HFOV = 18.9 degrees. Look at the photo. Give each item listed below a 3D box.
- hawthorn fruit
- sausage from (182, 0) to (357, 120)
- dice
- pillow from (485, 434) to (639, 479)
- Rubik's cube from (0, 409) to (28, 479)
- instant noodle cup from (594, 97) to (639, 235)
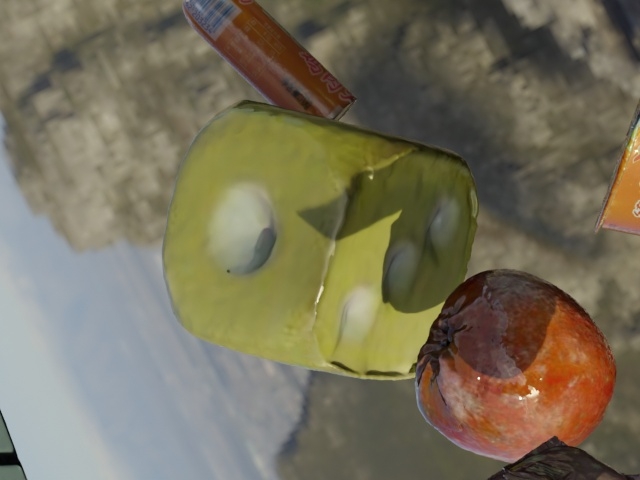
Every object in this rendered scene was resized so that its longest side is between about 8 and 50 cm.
[{"bbox_3d":[0.173,0.113,1.670,0.173,0.173,0.173,60,171,15],"label":"hawthorn fruit"},{"bbox_3d":[-0.067,-0.208,2.074,0.234,0.071,0.071,44,171,2],"label":"sausage"},{"bbox_3d":[0.000,0.000,1.889,0.227,0.238,0.233,16,-177,39],"label":"dice"},{"bbox_3d":[0.150,0.198,1.411,0.118,0.185,0.043,13,120,50],"label":"pillow"},{"bbox_3d":[-0.343,0.178,1.480,0.160,0.162,0.163,8,-126,-62],"label":"Rubik's cube"},{"bbox_3d":[0.398,-0.086,1.946,0.182,0.230,0.230,21,163,8],"label":"instant noodle cup"}]
